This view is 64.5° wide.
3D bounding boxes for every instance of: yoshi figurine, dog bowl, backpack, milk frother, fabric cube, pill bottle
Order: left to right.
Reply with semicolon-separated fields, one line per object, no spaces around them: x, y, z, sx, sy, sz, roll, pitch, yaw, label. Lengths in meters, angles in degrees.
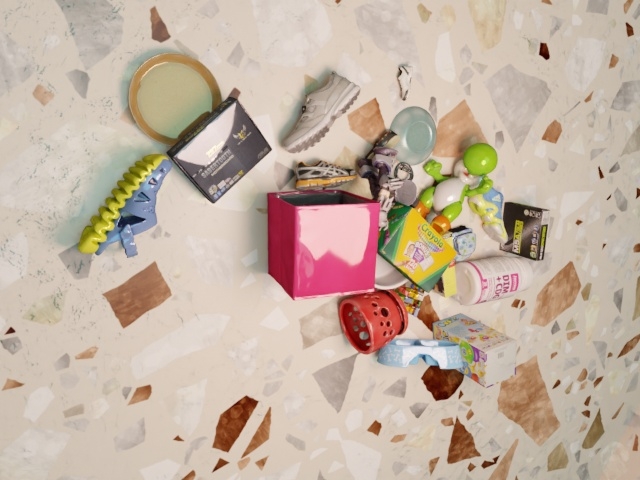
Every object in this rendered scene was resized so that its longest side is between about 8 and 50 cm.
0.000;0.000;1.465;0.254;0.259;0.258;-5;106;-22;fabric cube
0.208;0.020;1.664;0.265;0.104;0.264;-7;106;-25;dog bowl
0.262;-0.183;1.623;0.129;0.135;0.143;14;96;-29;milk frother
0.346;0.390;1.762;0.298;0.166;0.074;1;89;2;dog bowl
0.462;-0.198;1.691;0.362;0.203;0.203;-46;111;-13;yoshi figurine
0.502;0.015;1.820;0.105;0.084;0.114;-15;111;-20;backpack
0.631;0.141;1.871;0.283;0.160;0.160;-7;106;-25;pill bottle

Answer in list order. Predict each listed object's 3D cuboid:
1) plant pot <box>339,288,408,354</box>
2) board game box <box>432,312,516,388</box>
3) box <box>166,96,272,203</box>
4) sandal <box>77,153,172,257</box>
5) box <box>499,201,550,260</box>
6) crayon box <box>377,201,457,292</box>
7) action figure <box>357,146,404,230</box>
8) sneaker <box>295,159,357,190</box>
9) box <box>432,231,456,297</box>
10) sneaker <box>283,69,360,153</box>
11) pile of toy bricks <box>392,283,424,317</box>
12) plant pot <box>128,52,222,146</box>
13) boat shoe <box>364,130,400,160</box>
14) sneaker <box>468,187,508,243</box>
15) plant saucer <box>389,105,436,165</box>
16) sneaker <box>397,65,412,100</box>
0.182;0.255;1.661;0.174;0.191;0.191;-18;110;-24;plant pot
0.547;0.388;1.825;0.144;0.275;0.142;-13;108;-23;board game box
-0.267;-0.241;1.367;0.233;0.059;0.183;-45;131;-11;box
-0.475;-0.079;1.300;0.138;0.126;0.317;35;94;-32;sandal
0.750;-0.036;1.874;0.045;0.184;0.190;-6;106;-27;box
0.290;0.025;1.585;0.278;0.081;0.165;38;87;-35;crayon box
0.179;-0.148;1.502;0.099;0.185;0.284;15;53;-21;action figure
0.019;-0.203;1.533;0.215;0.084;0.083;-9;82;-33;sneaker
0.430;0.080;1.800;0.058;0.087;0.232;-16;108;-23;box
-0.014;-0.371;1.481;0.115;0.105;0.281;43;85;6;sneaker
0.292;0.192;1.736;0.105;0.212;0.118;19;101;11;pile of toy bricks
-0.376;-0.363;1.321;0.237;0.032;0.236;-6;105;-26;plant pot
0.192;-0.296;1.616;0.133;0.042;0.049;-41;148;2;boat shoe
0.645;-0.102;1.858;0.126;0.091;0.240;-45;117;-11;sneaker
0.314;-0.341;1.666;0.195;0.037;0.194;-6;105;-24;plant saucer
0.263;-0.498;1.606;0.044;0.040;0.109;1;99;-10;sneaker
